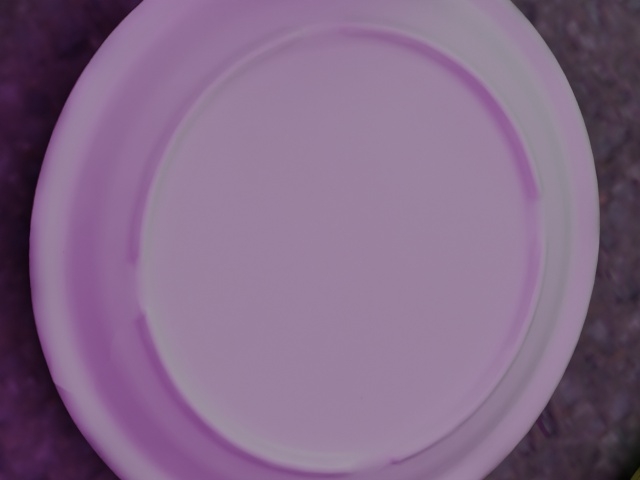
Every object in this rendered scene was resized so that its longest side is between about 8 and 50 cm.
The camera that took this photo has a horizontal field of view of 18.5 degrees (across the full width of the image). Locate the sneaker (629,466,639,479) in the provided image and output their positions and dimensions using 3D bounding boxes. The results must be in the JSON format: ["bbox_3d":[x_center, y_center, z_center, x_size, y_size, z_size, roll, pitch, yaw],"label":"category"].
[{"bbox_3d":[0.236,0.153,0.665,0.295,0.109,0.123,37,73,-5],"label":"sneaker"}]

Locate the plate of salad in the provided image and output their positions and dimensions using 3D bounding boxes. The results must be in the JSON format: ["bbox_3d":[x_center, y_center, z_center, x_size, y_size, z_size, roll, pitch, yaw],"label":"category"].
[{"bbox_3d":[0.000,0.000,0.634,0.200,0.048,0.200,-4,99,-25],"label":"plate of salad"}]
